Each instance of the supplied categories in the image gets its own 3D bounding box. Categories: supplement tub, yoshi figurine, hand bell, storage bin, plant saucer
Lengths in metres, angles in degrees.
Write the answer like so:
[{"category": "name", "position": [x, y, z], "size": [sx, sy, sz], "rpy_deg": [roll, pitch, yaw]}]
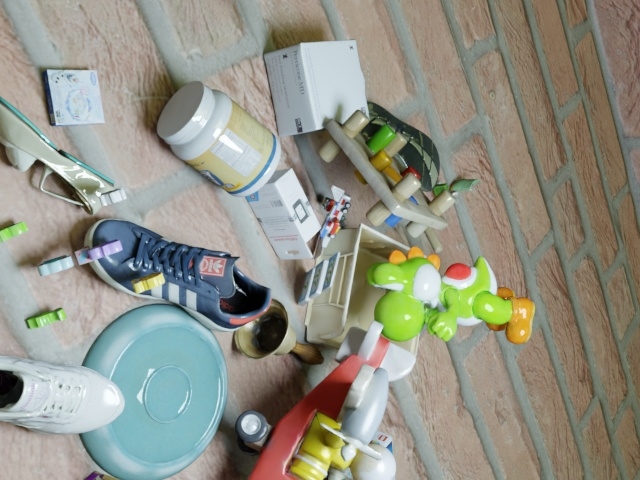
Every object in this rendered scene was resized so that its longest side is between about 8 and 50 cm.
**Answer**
[{"category": "supplement tub", "position": [-0.186, -0.186, 1.369], "size": [0.199, 0.144, 0.144], "rpy_deg": [36, 63, -38]}, {"category": "yoshi figurine", "position": [0.260, 0.155, 1.597], "size": [0.362, 0.203, 0.203], "rpy_deg": [15, 47, -15]}, {"category": "hand bell", "position": [-0.059, 0.218, 1.531], "size": [0.242, 0.126, 0.126], "rpy_deg": [41, 59, -52]}, {"category": "storage bin", "position": [0.109, 0.129, 1.675], "size": [0.262, 0.123, 0.260], "rpy_deg": [24, 70, -43]}, {"category": "plant saucer", "position": [-0.280, 0.272, 1.321], "size": [0.317, 0.043, 0.318], "rpy_deg": [3, 85, -47]}]

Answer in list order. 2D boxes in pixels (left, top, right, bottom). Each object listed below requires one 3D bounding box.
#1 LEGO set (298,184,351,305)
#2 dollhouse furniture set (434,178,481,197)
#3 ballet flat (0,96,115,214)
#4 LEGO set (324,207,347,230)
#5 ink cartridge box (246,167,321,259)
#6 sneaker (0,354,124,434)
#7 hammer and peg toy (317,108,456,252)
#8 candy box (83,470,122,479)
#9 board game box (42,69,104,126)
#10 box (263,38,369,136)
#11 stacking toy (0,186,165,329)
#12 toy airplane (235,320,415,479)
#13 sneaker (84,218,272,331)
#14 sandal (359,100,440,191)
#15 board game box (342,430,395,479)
[{"category": "LEGO set", "position": [0.000, 0.000, 1.551], "size": [0.060, 0.182, 0.244], "rpy_deg": [21, 67, -15]}, {"category": "dollhouse furniture set", "position": [0.357, -0.150, 1.982], "size": [0.151, 0.076, 0.059], "rpy_deg": [-37, 115, -40]}, {"category": "ballet flat", "position": [-0.432, -0.124, 1.163], "size": [0.248, 0.086, 0.086], "rpy_deg": [42, 60, -38]}, {"category": "LEGO set", "position": [0.041, -0.050, 1.684], "size": [0.083, 0.023, 0.054], "rpy_deg": [42, 60, -37]}, {"category": "ink cartridge box", "position": [-0.072, -0.051, 1.510], "size": [0.060, 0.104, 0.180], "rpy_deg": [-46, 120, -38]}, {"category": "sneaker", "position": [-0.418, 0.236, 1.092], "size": [0.305, 0.152, 0.114], "rpy_deg": [21, 78, -40]}, {"category": "hammer and peg toy", "position": [0.174, -0.124, 1.584], "size": [0.361, 0.127, 0.266], "rpy_deg": [14, 36, -57]}, {"category": "candy box", "position": [-0.386, 0.444, 1.152], "size": [0.186, 0.109, 0.053], "rpy_deg": [-36, 113, -40]}, {"category": "board game box", "position": [-0.408, -0.236, 1.229], "size": [0.090, 0.020, 0.090], "rpy_deg": [-12, 96, -45]}, {"category": "box", "position": [-0.005, -0.326, 1.583], "size": [0.182, 0.119, 0.181], "rpy_deg": [-18, 100, -45]}, {"category": "stacking toy", "position": [-0.377, 0.028, 1.161], "size": [0.221, 0.052, 0.167], "rpy_deg": [-20, 103, -11]}, {"category": "toy airplane", "position": [0.054, 0.349, 1.427], "size": [0.272, 0.384, 0.386], "rpy_deg": [45, 23, 18]}, {"category": "sneaker", "position": [-0.230, 0.049, 1.286], "size": [0.350, 0.148, 0.131], "rpy_deg": [30, 55, -37]}, {"category": "sandal", "position": [0.178, -0.232, 1.803], "size": [0.302, 0.086, 0.120], "rpy_deg": [36, 68, -22]}, {"category": "board game box", "position": [0.064, 0.582, 1.611], "size": [0.305, 0.053, 0.193], "rpy_deg": [-36, 129, -44]}]
